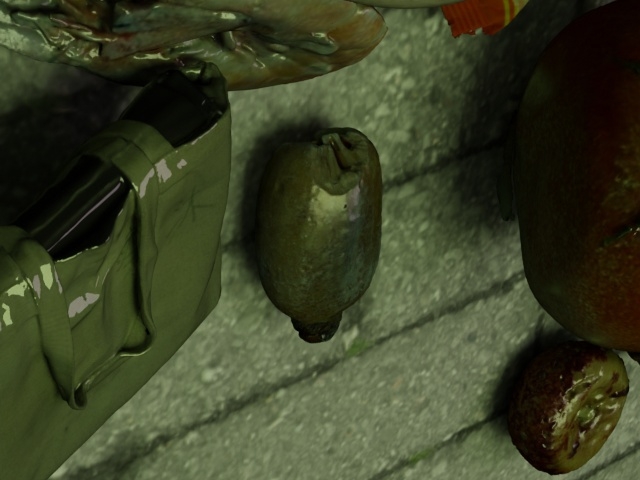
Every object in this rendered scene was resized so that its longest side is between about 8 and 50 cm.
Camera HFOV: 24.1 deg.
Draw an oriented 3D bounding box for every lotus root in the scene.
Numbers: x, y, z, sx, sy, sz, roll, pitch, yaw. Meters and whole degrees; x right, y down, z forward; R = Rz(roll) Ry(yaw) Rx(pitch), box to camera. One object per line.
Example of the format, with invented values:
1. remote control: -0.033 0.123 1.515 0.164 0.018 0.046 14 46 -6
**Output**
1. lotus root: 0.000 0.000 1.175 0.113 0.088 0.192 -26 132 -38

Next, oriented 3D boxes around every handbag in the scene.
1. handbag: -0.170 0.045 0.966 0.316 0.109 0.253 -44 160 -32

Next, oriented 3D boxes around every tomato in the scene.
1. tomato: 0.284 -0.053 1.259 0.303 0.239 0.303 8 71 -26

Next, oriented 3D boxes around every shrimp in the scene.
1. shrimp: -0.087 -0.141 0.956 0.317 0.164 0.062 3 75 -40

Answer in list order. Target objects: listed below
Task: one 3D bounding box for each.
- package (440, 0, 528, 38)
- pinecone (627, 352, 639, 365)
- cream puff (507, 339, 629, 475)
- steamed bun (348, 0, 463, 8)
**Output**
1. package: 0.150 -0.298 1.106 0.288 0.108 0.223 -57 141 -2
2. pinecone: 0.398 0.036 1.475 0.257 0.243 0.243 39 87 -29
3. cream puff: 0.246 0.163 1.519 0.149 0.084 0.149 -28 135 -33
4. steamed bun: 0.049 -0.262 0.921 0.283 0.283 0.177 -40 161 -17
